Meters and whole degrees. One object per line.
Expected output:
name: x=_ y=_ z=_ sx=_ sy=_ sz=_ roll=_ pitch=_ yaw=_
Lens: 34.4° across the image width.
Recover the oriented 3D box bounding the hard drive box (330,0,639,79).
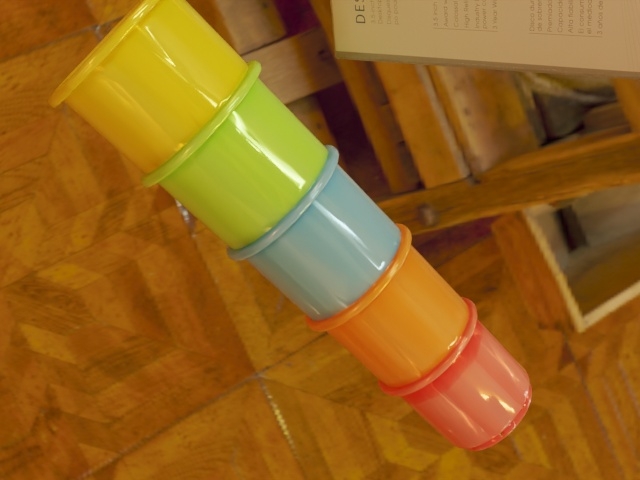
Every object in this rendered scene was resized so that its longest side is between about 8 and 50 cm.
hard drive box: x=0.117 y=-0.182 z=0.525 sx=0.089 sy=0.232 sz=0.181 roll=-33 pitch=126 yaw=-48

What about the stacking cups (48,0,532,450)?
stacking cups: x=0.000 y=0.000 z=0.569 sx=0.316 sy=0.096 sz=0.096 roll=44 pitch=68 yaw=-15
